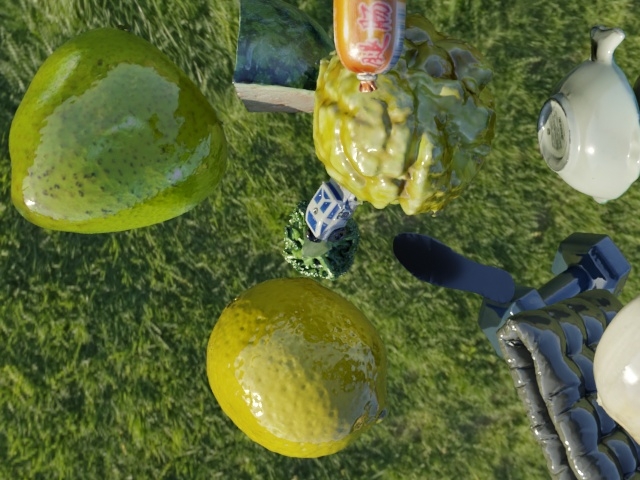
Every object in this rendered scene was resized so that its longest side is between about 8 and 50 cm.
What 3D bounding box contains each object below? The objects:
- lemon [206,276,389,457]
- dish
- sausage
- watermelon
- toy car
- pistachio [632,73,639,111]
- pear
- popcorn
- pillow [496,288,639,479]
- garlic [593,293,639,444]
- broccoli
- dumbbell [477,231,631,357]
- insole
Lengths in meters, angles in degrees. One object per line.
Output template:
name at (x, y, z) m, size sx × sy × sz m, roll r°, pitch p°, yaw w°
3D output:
lemon at (-0.042, 0.226, 1.300) m, size 0.336 × 0.336 × 0.336 m, roll -8°, pitch 117°, yaw -15°
dish at (0.355, -0.163, 0.981) m, size 0.078 × 0.224 × 0.246 m, roll -8°, pitch 112°, yaw -5°
sausage at (0.046, -0.258, 0.671) m, size 0.071 × 0.071 × 0.234 m, roll -5°, pitch 102°, yaw -17°
watermelon at (-0.061, -0.296, 1.151) m, size 0.176 × 0.260 × 0.256 m, roll -19°, pitch 151°, yaw 36°
toy car at (0.026, -0.066, 1.346) m, size 0.070 × 0.080 × 0.171 m, roll 7°, pitch 129°, yaw -41°
pistachio at (0.520, -0.180, 1.014) m, size 0.136 × 0.136 × 0.226 m, roll -45°, pitch 129°, yaw 6°
pear at (-0.357, -0.155, 1.130) m, size 0.342 × 0.238 × 0.318 m, roll 37°, pitch 66°, yaw 10°
popcorn at (0.114, -0.168, 1.010) m, size 0.282 × 0.282 × 0.247 m, roll -9°, pitch 134°, yaw -15°
pillow at (0.382, 0.236, 0.974) m, size 0.228 × 0.326 × 0.101 m, roll -10°, pitch 161°, yaw -38°
garlic at (0.377, 0.130, 0.624) m, size 0.281 × 0.185 × 0.203 m, roll 37°, pitch 102°, yaw -11°
broccoli at (0.000, 0.000, 1.635) m, size 0.195 × 0.156 × 0.195 m, roll 0°, pitch 87°, yaw 7°
dumbbell at (0.460, 0.107, 1.403) m, size 0.324 × 0.144 × 0.160 m, roll -28°, pitch 81°, yaw -30°
insole at (0.235, 0.052, 1.254) m, size 0.253 × 0.005 × 0.086 m, roll 21°, pitch 66°, yaw -16°
